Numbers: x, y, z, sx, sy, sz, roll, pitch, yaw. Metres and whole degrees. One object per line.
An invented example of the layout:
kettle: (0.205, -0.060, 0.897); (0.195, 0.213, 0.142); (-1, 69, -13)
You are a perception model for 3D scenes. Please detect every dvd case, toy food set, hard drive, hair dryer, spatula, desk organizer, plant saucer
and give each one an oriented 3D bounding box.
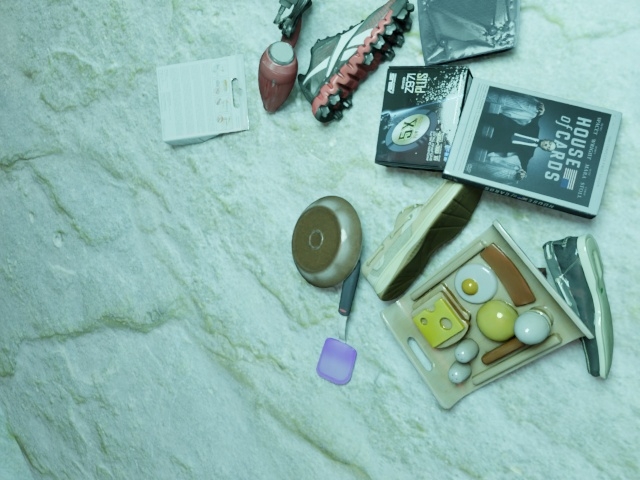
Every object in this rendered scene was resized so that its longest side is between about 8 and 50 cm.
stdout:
dvd case: (0.338, -0.152, 0.684); (0.238, 0.029, 0.180); (18, 81, 11)
toy food set: (0.261, 0.141, 0.735); (0.220, 0.092, 0.306); (55, 129, 16)
hard drive: (0.261, -0.449, 0.753); (0.171, 0.054, 0.255); (-2, 92, 27)
hair dryer: (-0.060, -0.396, 0.878); (0.080, 0.224, 0.294); (26, 122, -4)
spatula: (0.049, 0.174, 0.899); (0.084, 0.030, 0.297); (19, 114, 26)
desk organizer: (0.366, 0.114, 0.734); (0.047, 0.050, 0.131); (-1, 99, 41)
plant saucer: (0.000, 0.000, 0.890); (0.198, 0.036, 0.199); (-8, 78, 42)

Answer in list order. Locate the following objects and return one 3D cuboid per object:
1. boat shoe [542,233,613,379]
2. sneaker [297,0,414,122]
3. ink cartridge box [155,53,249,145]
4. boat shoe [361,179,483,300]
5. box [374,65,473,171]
boat shoe: (0.427, 0.108, 0.697); (0.079, 0.083, 0.234); (-13, 88, 44)
sneaker: (0.056, -0.374, 0.837); (0.276, 0.097, 0.135); (-45, 76, 24)
ink cartridge box: (-0.287, -0.346, 1.054); (0.231, 0.066, 0.189); (-5, 91, 6)
boat shoe: (0.182, -0.024, 0.794); (0.098, 0.109, 0.303); (51, 119, 36)
box: (0.192, -0.223, 0.789); (0.147, 0.077, 0.180); (12, 99, 27)
